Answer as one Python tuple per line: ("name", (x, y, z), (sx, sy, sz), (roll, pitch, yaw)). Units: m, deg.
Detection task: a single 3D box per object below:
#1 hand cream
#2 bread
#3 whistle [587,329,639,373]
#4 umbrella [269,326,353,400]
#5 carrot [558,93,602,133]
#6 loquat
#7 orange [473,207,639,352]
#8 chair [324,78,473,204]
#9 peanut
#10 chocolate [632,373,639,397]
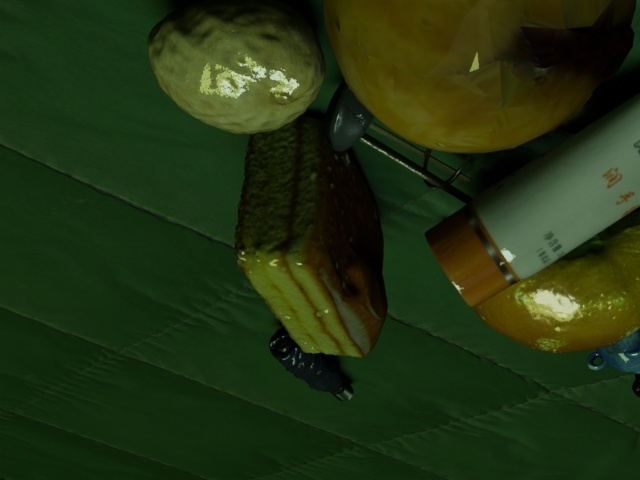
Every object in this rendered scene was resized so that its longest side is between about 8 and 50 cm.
("hand cream", (0.250, -0.054, 1.095), (0.314, 0.089, 0.140), (-36, 139, 10))
("bread", (0.000, 0.000, 1.261), (0.111, 0.184, 0.234), (-4, 151, 19))
("whistle", (0.397, 0.112, 1.466), (0.158, 0.090, 0.090), (-35, 143, 0))
("umbrella", (0.001, 0.190, 1.761), (0.071, 0.071, 0.248), (-5, 153, 27))
("carrot", (0.136, -0.168, 1.031), (0.342, 0.070, 0.070), (23, 151, -34))
("loquat", (0.111, -0.179, 0.837), (0.235, 0.235, 0.235), (8, 152, 4))
("orange", (0.260, 0.035, 1.224), (0.237, 0.158, 0.179), (-5, 170, -3))
("chair", (0.089, -0.101, 1.145), (0.222, 0.104, 0.095), (24, 167, -29))
("peanut", (-0.072, -0.158, 1.066), (0.159, 0.109, 0.140), (0, 165, 27))
("chocolate", (0.504, 0.229, 1.531), (0.206, 0.177, 0.224), (0, 149, 19))
